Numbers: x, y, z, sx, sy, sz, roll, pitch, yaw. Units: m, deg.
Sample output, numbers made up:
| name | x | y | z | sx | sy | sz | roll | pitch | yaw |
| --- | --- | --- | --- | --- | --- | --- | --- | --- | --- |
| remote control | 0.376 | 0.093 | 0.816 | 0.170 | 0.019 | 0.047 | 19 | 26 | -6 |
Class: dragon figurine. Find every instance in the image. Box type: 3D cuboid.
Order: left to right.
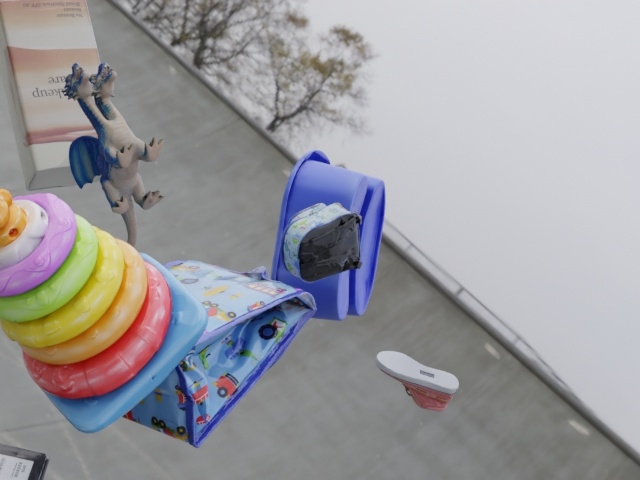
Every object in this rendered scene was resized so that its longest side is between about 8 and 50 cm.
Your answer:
| name | x | y | z | sx | sy | sz | roll | pitch | yaw |
| --- | --- | --- | --- | --- | --- | --- | --- | --- | --- |
| dragon figurine | -0.297 | -0.107 | 1.069 | 0.144 | 0.085 | 0.289 | 36 | -47 | 33 |

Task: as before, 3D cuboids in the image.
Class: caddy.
| name | x | y | z | sx | sy | sz | roll | pitch | yaw |
| --- | --- | --- | --- | --- | --- | --- | --- | --- | --- |
| caddy | 0.000 | 0.000 | 1.447 | 0.179 | 0.342 | 0.241 | 10 | 2 | 22 |

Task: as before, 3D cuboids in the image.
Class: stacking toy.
| name | x | y | z | sx | sy | sz | roll | pitch | yaw |
| --- | --- | --- | --- | --- | --- | --- | --- | --- | --- |
| stacking toy | -0.254 | 0.024 | 0.685 | 0.165 | 0.175 | 0.302 | 34 | -18 | 37 |

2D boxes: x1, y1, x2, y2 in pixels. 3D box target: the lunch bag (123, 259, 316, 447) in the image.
| name | x | y | z | sx | sy | sz | roll | pitch | yaw |
| --- | --- | --- | --- | --- | --- | --- | --- | --- | --- |
| lunch bag | -0.162 | 0.101 | 0.987 | 0.220 | 0.293 | 0.138 | 11 | -60 | 31 |

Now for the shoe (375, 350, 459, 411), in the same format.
| name | x | y | z | sx | sy | sz | roll | pitch | yaw |
| --- | --- | --- | --- | --- | --- | --- | --- | --- | --- |
| shoe | 0.190 | 0.294 | 1.558 | 0.177 | 0.081 | 0.063 | 20 | 35 | 3 |

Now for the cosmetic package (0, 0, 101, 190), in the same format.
| name | x | y | z | sx | sy | sz | roll | pitch | yaw |
| --- | --- | --- | --- | --- | --- | --- | --- | --- | --- |
| cosmetic package | -0.453 | -0.250 | 1.295 | 0.129 | 0.153 | 0.296 | -24 | -99 | 61 |

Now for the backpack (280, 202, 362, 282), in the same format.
| name | x | y | z | sx | sy | sz | roll | pitch | yaw |
| --- | --- | --- | --- | --- | --- | --- | --- | --- | --- |
| backpack | -0.006 | 0.005 | 1.111 | 0.084 | 0.114 | 0.105 | 29 | -49 | 44 |

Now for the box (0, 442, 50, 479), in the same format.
| name | x | y | z | sx | sy | sz | roll | pitch | yaw |
| --- | --- | --- | --- | --- | --- | --- | --- | --- | --- |
| box | -0.409 | 0.466 | 0.815 | 0.097 | 0.318 | 0.395 | 16 | 45 | -12 |
